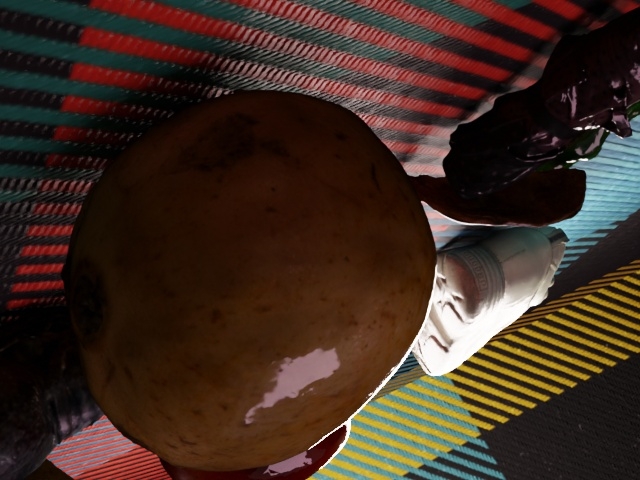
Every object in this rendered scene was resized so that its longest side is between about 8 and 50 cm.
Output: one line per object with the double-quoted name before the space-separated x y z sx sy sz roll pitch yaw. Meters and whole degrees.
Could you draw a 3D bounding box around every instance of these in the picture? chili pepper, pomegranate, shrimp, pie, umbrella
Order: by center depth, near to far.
"pomegranate" -0.048 0.027 1.004 0.260 0.260 0.260 -27 169 -6
"shrimp" -0.318 0.175 1.227 0.372 0.137 0.172 -25 152 -24
"umbrella" 0.225 -0.132 1.336 0.090 0.094 0.326 30 138 -23
"pie" 0.171 -0.037 1.466 0.191 0.088 0.033 -1 123 -6
"chili pepper" 0.291 -0.133 1.511 0.257 0.074 0.100 -32 177 22

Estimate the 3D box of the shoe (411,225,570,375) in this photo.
"shoe" 0.238 0.079 2.165 0.210 0.132 0.342 -21 163 -20

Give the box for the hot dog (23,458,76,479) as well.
"hot dog" -0.284 0.212 1.326 0.083 0.068 0.289 -37 -149 -27

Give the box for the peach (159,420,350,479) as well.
"peach" -0.082 0.180 1.700 0.243 0.199 0.243 -24 -153 13
